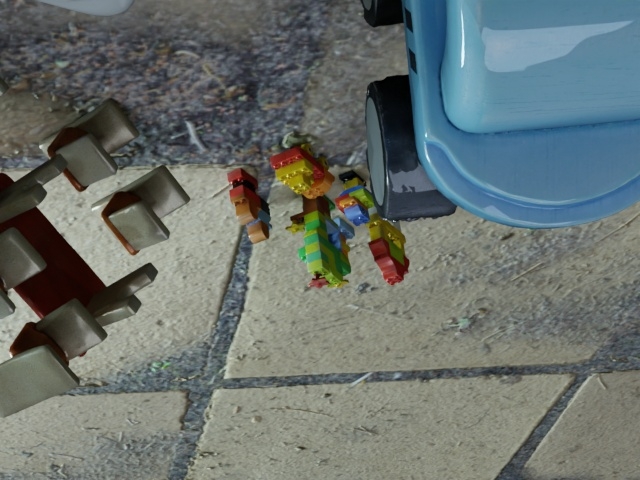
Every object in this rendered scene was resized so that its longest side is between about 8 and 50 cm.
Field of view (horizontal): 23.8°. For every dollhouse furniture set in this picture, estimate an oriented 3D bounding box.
[{"bbox_3d":[-0.260,-0.020,1.231,0.135,0.262,0.259,-25,113,31],"label":"dollhouse furniture set"}]

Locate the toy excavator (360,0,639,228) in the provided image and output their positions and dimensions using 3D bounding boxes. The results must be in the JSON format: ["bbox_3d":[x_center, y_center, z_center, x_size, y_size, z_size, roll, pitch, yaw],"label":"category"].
[{"bbox_3d":[0.151,-0.227,0.935,0.222,0.433,0.445,-5,179,-6],"label":"toy excavator"}]

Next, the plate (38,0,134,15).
[{"bbox_3d":[-0.206,-0.243,0.943,0.278,0.045,0.277,10,145,-24],"label":"plate"}]

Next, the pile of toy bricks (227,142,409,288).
[{"bbox_3d":[0.000,0.000,1.456,0.118,0.105,0.212,-21,149,22],"label":"pile of toy bricks"}]
